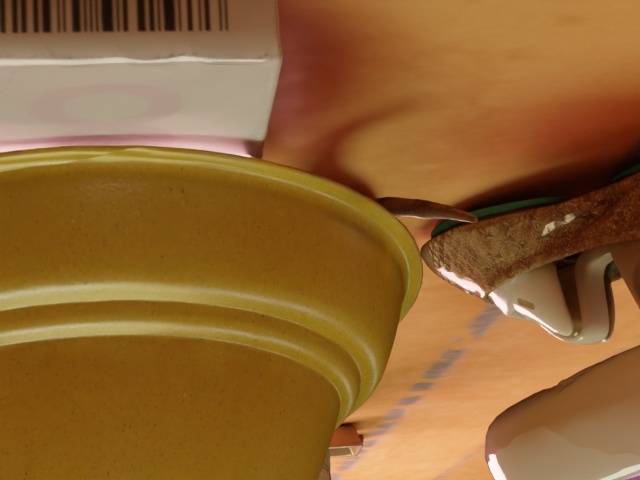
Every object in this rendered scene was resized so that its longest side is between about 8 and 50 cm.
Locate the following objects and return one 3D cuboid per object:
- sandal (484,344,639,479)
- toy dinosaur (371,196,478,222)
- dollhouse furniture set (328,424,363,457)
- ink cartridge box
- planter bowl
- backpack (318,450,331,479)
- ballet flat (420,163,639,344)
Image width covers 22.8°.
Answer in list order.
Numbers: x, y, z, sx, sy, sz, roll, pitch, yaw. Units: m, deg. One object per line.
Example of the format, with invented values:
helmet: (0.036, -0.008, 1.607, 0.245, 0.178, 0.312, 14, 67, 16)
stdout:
sandal: (0.253, 0.052, 0.641, 0.416, 0.102, 0.169, -16, 170, -20)
toy dinosaur: (0.000, 0.000, 0.643, 0.112, 0.064, 0.211, -24, 173, 3)
dollhouse furniture set: (-0.003, 0.202, 1.320, 0.091, 0.081, 0.114, -4, 165, -5)
ink cartridge box: (-0.114, -0.032, 0.468, 0.189, 0.066, 0.232, -3, 161, -7)
planter bowl: (-0.071, 0.061, 0.485, 0.217, 0.090, 0.217, -5, 155, -2)
backpack: (-0.076, 0.197, 1.219, 0.182, 0.115, 0.152, -12, 161, 16)
ballet flat: (0.121, 0.007, 0.656, 0.073, 0.067, 0.206, 8, 161, -39)
